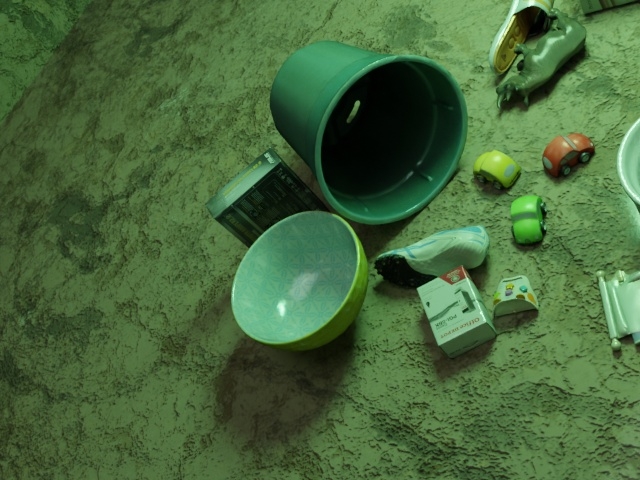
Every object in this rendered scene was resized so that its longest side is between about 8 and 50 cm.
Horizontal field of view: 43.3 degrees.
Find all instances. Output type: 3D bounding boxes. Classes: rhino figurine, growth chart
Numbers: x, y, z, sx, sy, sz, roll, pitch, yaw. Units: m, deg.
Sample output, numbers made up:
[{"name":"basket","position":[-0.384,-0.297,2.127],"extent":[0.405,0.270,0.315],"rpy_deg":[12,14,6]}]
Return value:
[{"name":"rhino figurine","position":[0.444,-0.363,1.649],"extent":[0.243,0.073,0.106],"rpy_deg":[-47,42,-1]},{"name":"growth chart","position":[0.562,0.102,1.274],"extent":[0.237,0.021,0.172],"rpy_deg":[-13,54,28]}]

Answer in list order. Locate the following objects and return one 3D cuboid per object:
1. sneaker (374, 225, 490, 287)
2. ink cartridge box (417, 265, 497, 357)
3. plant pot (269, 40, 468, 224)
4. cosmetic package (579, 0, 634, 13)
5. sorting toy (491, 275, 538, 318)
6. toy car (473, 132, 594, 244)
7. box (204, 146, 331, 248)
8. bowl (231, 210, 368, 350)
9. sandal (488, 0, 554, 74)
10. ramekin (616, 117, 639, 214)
[{"name":"sneaker","position":[0.213,0.029,1.540],"extent":[0.237,0.085,0.086],"rpy_deg":[-15,23,32]},{"name":"ink cartridge box","position":[0.244,0.128,1.453],"extent":[0.099,0.056,0.135],"rpy_deg":[-29,47,14]},{"name":"plant pot","position":[0.072,-0.256,1.679],"extent":[0.341,0.341,0.334],"rpy_deg":[-45,37,0]},{"name":"cosmetic package","position":[0.653,-0.579,1.600],"extent":[0.296,0.153,0.129],"rpy_deg":[-9,54,32]},{"name":"sorting toy","position":[0.340,0.092,1.431],"extent":[0.083,0.045,0.075],"rpy_deg":[-16,33,26]},{"name":"toy car","position":[0.390,-0.100,1.514],"extent":[0.238,0.053,0.225],"rpy_deg":[-10,54,30]},{"name":"box","position":[-0.105,-0.065,1.712],"extent":[0.183,0.231,0.056],"rpy_deg":[-40,49,5]},{"name":"bowl","position":[-0.016,0.103,1.582],"extent":[0.289,0.156,0.290],"rpy_deg":[-18,50,23]},{"name":"sandal","position":[0.446,-0.463,1.708],"extent":[0.076,0.102,0.265],"rpy_deg":[20,81,41]},{"name":"ramekin","position":[0.628,-0.104,1.281],"extent":[0.277,0.135,0.277],"rpy_deg":[-19,47,21]}]
